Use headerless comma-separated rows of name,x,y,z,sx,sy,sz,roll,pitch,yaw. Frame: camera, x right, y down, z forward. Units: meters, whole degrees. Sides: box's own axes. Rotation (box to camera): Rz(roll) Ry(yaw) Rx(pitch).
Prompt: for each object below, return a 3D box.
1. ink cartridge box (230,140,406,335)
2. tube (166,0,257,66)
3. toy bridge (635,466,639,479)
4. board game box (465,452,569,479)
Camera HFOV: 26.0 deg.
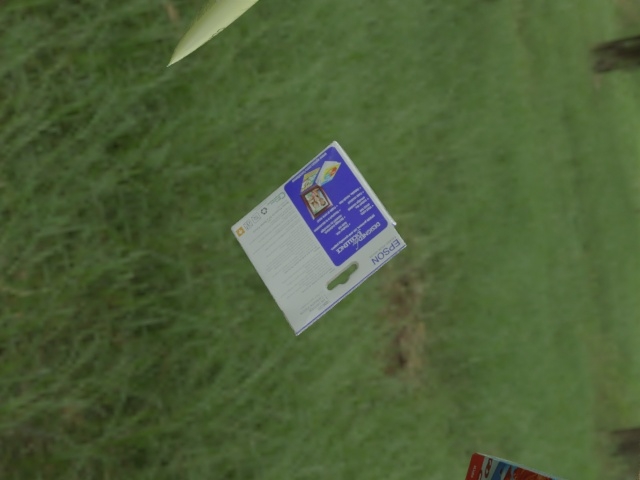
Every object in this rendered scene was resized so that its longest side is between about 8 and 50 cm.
ink cartridge box,0.000,0.000,1.969,0.208,0.206,0.045,57,13,29
tube,-0.174,-0.367,2.277,0.070,0.240,0.062,-9,74,-40
toy bridge,0.394,0.214,1.555,0.188,0.063,0.026,-51,118,-27
board game box,0.258,0.450,1.796,0.302,0.086,0.308,-2,-109,70
